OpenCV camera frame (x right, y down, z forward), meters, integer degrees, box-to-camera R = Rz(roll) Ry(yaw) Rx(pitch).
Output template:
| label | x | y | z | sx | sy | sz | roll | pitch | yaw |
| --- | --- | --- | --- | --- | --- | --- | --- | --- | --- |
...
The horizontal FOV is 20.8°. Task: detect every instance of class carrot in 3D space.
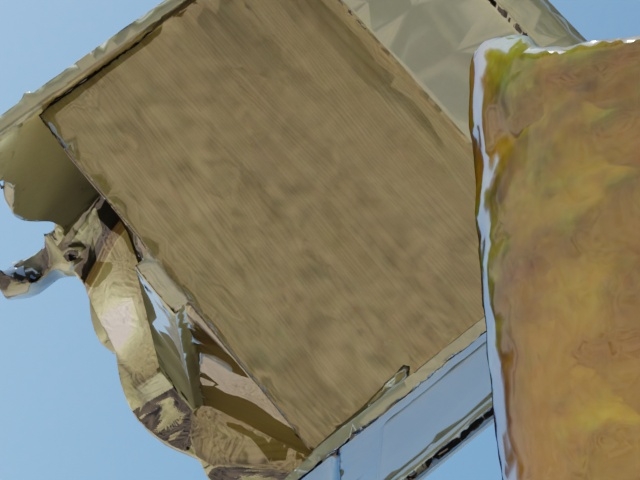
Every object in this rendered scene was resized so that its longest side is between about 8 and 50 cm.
| label | x | y | z | sx | sy | sz | roll | pitch | yaw |
| --- | --- | --- | --- | --- | --- | --- | --- | --- | --- |
| carrot | 0.091 | 0.102 | 0.328 | 0.114 | 0.114 | 0.302 | -26 | -117 | 53 |

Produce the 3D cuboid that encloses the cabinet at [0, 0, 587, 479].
| label | x | y | z | sx | sy | sz | roll | pitch | yaw |
| --- | --- | --- | --- | --- | --- | --- | --- | --- | --- |
| cabinet | 0.000 | 0.000 | 1.009 | 0.290 | 0.318 | 0.227 | 49 | -13 | 16 |
